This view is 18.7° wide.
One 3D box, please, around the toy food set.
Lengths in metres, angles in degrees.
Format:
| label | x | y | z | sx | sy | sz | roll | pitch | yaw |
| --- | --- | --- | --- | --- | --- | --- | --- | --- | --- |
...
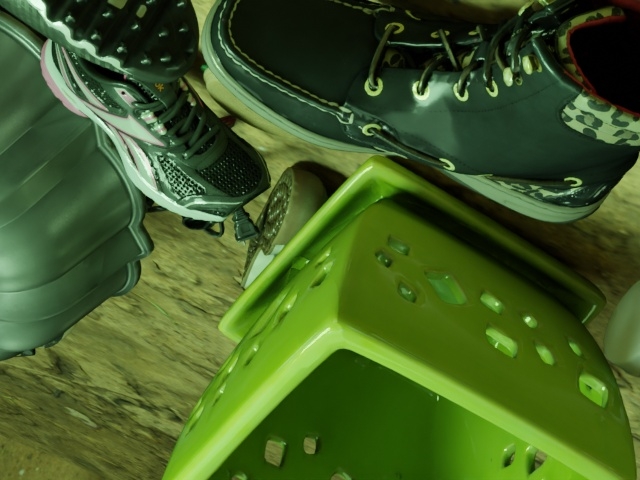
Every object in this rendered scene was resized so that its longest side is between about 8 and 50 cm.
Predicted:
| label | x | y | z | sx | sy | sz | roll | pitch | yaw |
| --- | --- | --- | --- | --- | --- | --- | --- | --- | --- |
| toy food set | -0.038 | -0.091 | 1.228 | 0.083 | 0.020 | 0.082 | 28 | 164 | -9 |

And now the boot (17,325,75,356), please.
| label | x | y | z | sx | sy | sz | roll | pitch | yaw |
| --- | --- | --- | --- | --- | --- | --- | --- | --- | --- |
| boot | -0.291 | 0.011 | 1.724 | 0.377 | 0.138 | 0.284 | 21 | 163 | 29 |

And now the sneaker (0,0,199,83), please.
| label | x | y | z | sx | sy | sz | roll | pitch | yaw |
| --- | --- | --- | --- | --- | --- | --- | --- | --- | --- |
| sneaker | -0.173 | -0.165 | 1.108 | 0.234 | 0.078 | 0.106 | 33 | 166 | -11 |

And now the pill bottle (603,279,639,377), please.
| label | x | y | z | sx | sy | sz | roll | pitch | yaw |
| --- | --- | --- | --- | --- | --- | --- | --- | --- | --- |
| pill bottle | 0.259 | 0.086 | 1.215 | 0.160 | 0.087 | 0.087 | 32 | 163 | -19 |

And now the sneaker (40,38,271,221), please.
| label | x | y | z | sx | sy | sz | roll | pitch | yaw |
| --- | --- | --- | --- | --- | --- | --- | --- | --- | --- |
| sneaker | -0.108 | -0.084 | 1.236 | 0.178 | 0.072 | 0.077 | 36 | 157 | 5 |

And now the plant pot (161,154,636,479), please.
| label | x | y | z | sx | sy | sz | roll | pitch | yaw |
| --- | --- | --- | --- | --- | --- | --- | --- | --- | --- |
| plant pot | 0.052 | 0.095 | 1.257 | 0.227 | 0.207 | 0.228 | 30 | 128 | -17 |

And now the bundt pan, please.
| label | x | y | z | sx | sy | sz | roll | pitch | yaw |
| --- | --- | --- | --- | --- | --- | --- | --- | --- | --- |
| bundt pan | -0.287 | -0.042 | 1.385 | 0.331 | 0.124 | 0.331 | 27 | 145 | 21 |

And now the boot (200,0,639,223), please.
| label | x | y | z | sx | sy | sz | roll | pitch | yaw |
| --- | --- | --- | --- | --- | --- | --- | --- | --- | --- |
| boot | 0.070 | -0.091 | 0.955 | 0.236 | 0.085 | 0.178 | 22 | 163 | -11 |

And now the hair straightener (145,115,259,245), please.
| label | x | y | z | sx | sy | sz | roll | pitch | yaw |
| --- | --- | --- | --- | --- | --- | --- | --- | --- | --- |
| hair straightener | -0.086 | -0.029 | 1.395 | 0.089 | 0.047 | 0.230 | 59 | 159 | -4 |

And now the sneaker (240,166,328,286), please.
| label | x | y | z | sx | sy | sz | roll | pitch | yaw |
| --- | --- | --- | --- | --- | --- | --- | --- | --- | --- |
| sneaker | 0.000 | 0.000 | 1.404 | 0.086 | 0.064 | 0.192 | 14 | 162 | -8 |
